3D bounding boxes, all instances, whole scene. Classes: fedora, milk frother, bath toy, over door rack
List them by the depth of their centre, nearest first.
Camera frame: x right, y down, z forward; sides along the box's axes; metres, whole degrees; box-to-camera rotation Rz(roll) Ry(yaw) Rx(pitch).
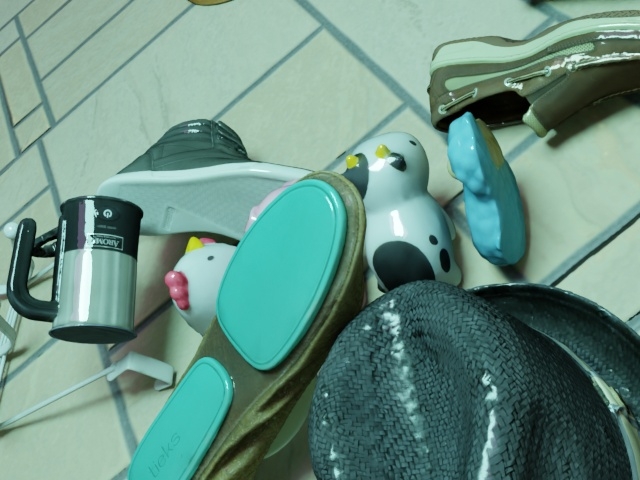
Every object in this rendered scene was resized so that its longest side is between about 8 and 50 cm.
[{"bbox_3d":[0.088,0.146,0.546,0.334,0.152,0.334,-24,44,25],"label":"fedora"},{"bbox_3d":[0.000,0.000,0.735,0.348,0.129,0.151,-22,65,24],"label":"bath toy"},{"bbox_3d":[-0.248,0.040,0.837,0.129,0.143,0.134,2,70,-6],"label":"milk frother"},{"bbox_3d":[-0.316,0.082,0.937,0.324,0.108,0.239,-20,49,23],"label":"over door rack"}]

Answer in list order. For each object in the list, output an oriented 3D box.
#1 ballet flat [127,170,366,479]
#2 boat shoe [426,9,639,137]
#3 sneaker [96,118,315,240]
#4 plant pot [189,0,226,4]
[{"bbox_3d":[-0.037,0.098,0.659,0.116,0.124,0.342,43,113,40],"label":"ballet flat"},{"bbox_3d":[0.214,-0.137,0.739,0.257,0.095,0.095,0,72,43],"label":"boat shoe"},{"bbox_3d":[-0.082,-0.073,0.879,0.296,0.104,0.147,3,38,18],"label":"sneaker"},{"bbox_3d":[-0.155,-0.533,1.216,0.291,0.203,0.290,-19,49,23],"label":"plant pot"}]
